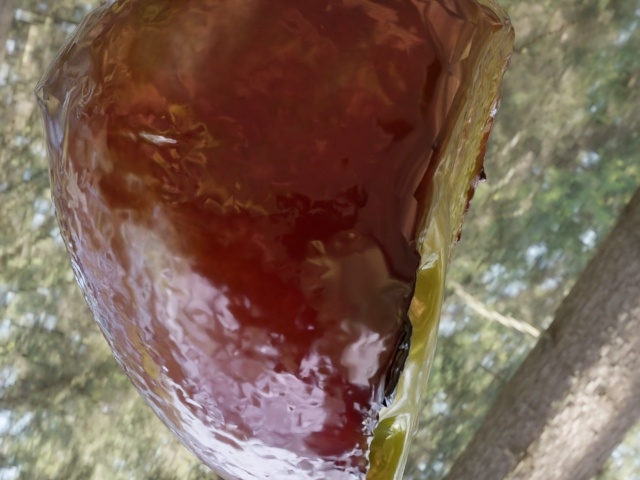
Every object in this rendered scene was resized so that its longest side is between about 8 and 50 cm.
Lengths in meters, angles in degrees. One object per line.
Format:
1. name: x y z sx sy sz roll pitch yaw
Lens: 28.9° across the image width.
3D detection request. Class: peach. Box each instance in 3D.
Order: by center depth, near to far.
1. peach: 0.000 0.000 0.675 0.281 0.281 0.338 -36 -73 -46
